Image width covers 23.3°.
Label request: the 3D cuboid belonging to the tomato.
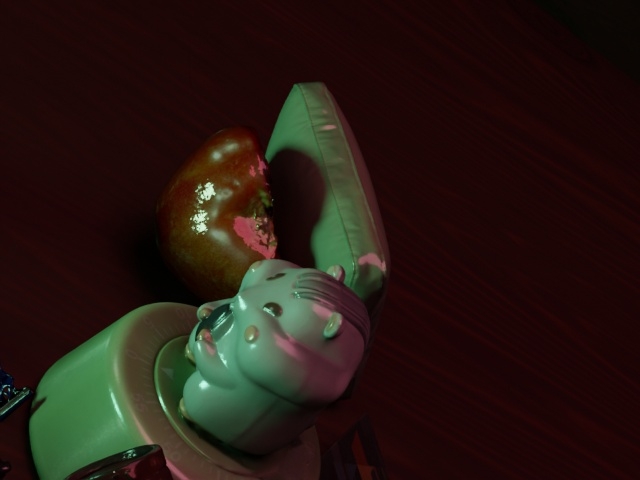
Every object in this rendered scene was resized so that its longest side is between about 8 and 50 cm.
[{"bbox_3d":[-0.117,-0.008,1.763,0.200,0.140,0.233,123,-41,-80],"label":"tomato"}]

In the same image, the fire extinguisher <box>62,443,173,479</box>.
[{"bbox_3d":[-0.133,0.317,1.358,0.105,0.105,0.268,-24,95,-59],"label":"fire extinguisher"}]

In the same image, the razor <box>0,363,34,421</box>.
[{"bbox_3d":[-0.337,0.104,1.495,0.154,0.044,0.028,48,0,9],"label":"razor"}]

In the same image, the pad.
[{"bbox_3d":[0.041,0.281,1.688,0.211,0.003,0.142,-33,106,-68],"label":"pad"}]

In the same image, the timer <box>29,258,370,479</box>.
[{"bbox_3d":[-0.079,0.141,1.485,0.291,0.315,0.290,31,33,-23],"label":"timer"}]

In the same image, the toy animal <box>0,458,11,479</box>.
[{"bbox_3d":[-0.412,0.159,1.260,0.343,0.106,0.168,39,23,-24],"label":"toy animal"}]

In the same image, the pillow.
[{"bbox_3d":[0.000,0.000,1.847,0.120,0.255,0.322,-2,50,-16],"label":"pillow"}]
